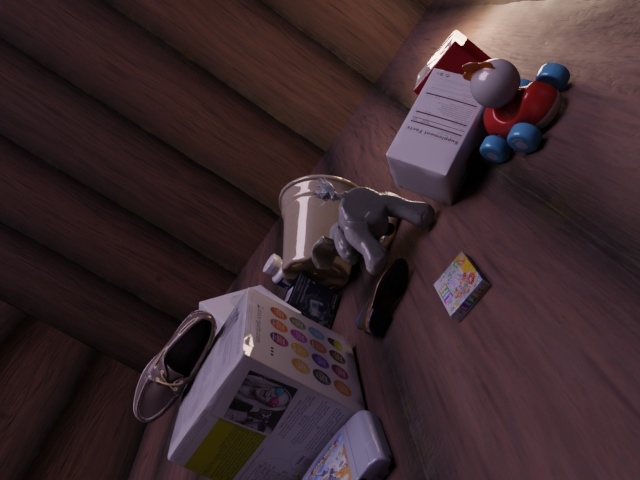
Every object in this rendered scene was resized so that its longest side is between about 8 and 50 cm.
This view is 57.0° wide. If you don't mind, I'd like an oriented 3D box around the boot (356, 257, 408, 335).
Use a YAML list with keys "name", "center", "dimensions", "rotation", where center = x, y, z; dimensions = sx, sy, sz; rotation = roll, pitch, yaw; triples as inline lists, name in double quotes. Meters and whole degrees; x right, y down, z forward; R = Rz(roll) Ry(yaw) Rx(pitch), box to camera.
- name: "boot"
  center: [0.156, 0.146, 1.558]
  dimensions: [0.219, 0.082, 0.106]
  rotation: [-64, 18, -17]

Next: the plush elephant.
- name: "plush elephant"
  center: [0.114, -0.017, 1.705]
  dimensions: [0.271, 0.330, 0.255]
  rotation: [-50, -20, -26]

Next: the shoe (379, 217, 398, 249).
- name: "shoe"
  center: [0.204, -0.046, 1.854]
  dimensions: [0.077, 0.058, 0.218]
  rotation: [-32, 29, 60]

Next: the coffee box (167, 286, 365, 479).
- name: "coffee box"
  center: [-0.130, 0.387, 1.472]
  dimensions: [0.338, 0.335, 0.337]
  rotation: [-55, 15, 16]

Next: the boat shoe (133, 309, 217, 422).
- name: "boat shoe"
  center: [-0.374, 0.325, 1.515]
  dimensions: [0.324, 0.117, 0.097]
  rotation: [-57, 11, -11]

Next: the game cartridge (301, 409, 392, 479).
- name: "game cartridge"
  center: [0.033, 0.510, 1.243]
  dimensions: [0.297, 0.062, 0.198]
  rotation: [-55, 18, 9]

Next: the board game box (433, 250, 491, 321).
- name: "board game box"
  center: [0.304, 0.097, 1.278]
  dimensions: [0.103, 0.026, 0.154]
  rotation: [-54, 15, 15]

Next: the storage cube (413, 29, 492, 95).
- name: "storage cube"
  center: [0.420, -0.491, 1.786]
  dimensions: [0.215, 0.193, 0.183]
  rotation: [-50, 9, 32]

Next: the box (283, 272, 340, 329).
- name: "box"
  center: [-0.039, 0.215, 1.898]
  dimensions: [0.093, 0.158, 0.155]
  rotation: [-45, 19, 49]

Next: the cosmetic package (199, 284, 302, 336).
- name: "cosmetic package"
  center: [-0.210, 0.258, 1.761]
  dimensions: [0.225, 0.224, 0.138]
  rotation: [26, 121, 47]

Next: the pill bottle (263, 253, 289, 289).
- name: "pill bottle"
  center: [-0.125, 0.134, 2.306]
  dimensions: [0.112, 0.187, 0.112]
  rotation: [-52, 14, 19]

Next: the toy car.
- name: "toy car"
  center: [0.424, -0.348, 1.406]
  dimensions: [0.219, 0.238, 0.210]
  rotation: [-61, 14, -14]

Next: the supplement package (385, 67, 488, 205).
- name: "supplement package"
  center: [0.327, -0.276, 1.580]
  dimensions: [0.292, 0.176, 0.177]
  rotation: [-61, -25, -13]

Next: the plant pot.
- name: "plant pot"
  center: [0.000, 0.000, 2.008]
  dimensions: [0.334, 0.334, 0.305]
  rotation: [-41, 33, 49]
